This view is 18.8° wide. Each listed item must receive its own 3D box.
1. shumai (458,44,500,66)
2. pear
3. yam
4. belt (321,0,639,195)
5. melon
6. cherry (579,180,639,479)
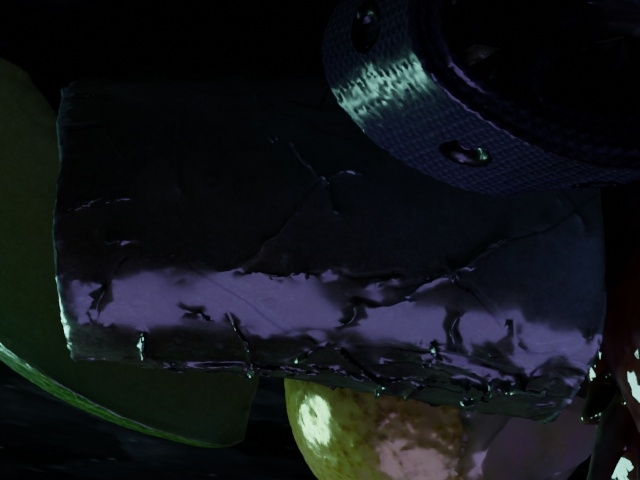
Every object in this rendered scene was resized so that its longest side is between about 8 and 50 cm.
[{"bbox_3d":[0.078,-0.107,1.177,0.080,0.083,0.082,33,-165,-9],"label":"shumai"},{"bbox_3d":[0.094,0.100,1.524,0.271,0.271,0.271,8,162,3],"label":"pear"},{"bbox_3d":[0.000,0.000,1.274,0.348,0.241,0.241,6,162,-1],"label":"yam"},{"bbox_3d":[0.116,-0.099,1.094,0.230,0.139,0.126,9,166,-28],"label":"belt"},{"bbox_3d":[-0.199,-0.015,1.464,0.344,0.331,0.226,23,121,-17],"label":"melon"},{"bbox_3d":[0.320,0.073,1.274,0.335,0.291,0.326,2,148,-24],"label":"cherry"}]
